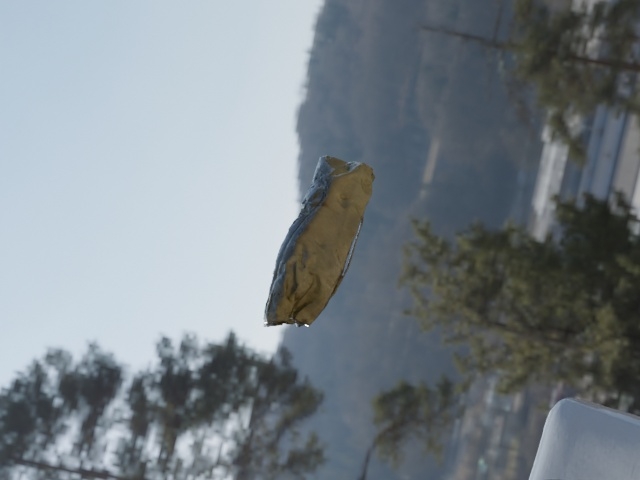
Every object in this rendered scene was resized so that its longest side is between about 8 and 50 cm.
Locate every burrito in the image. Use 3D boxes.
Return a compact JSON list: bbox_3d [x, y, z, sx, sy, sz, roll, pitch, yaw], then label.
[{"bbox_3d":[-0.002,-0.001,1.159,0.058,0.063,0.229,-40,21,41],"label":"burrito"}]

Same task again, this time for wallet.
[{"bbox_3d":[0.173,0.144,0.667,0.190,0.033,0.095,7,80,68],"label":"wallet"}]
